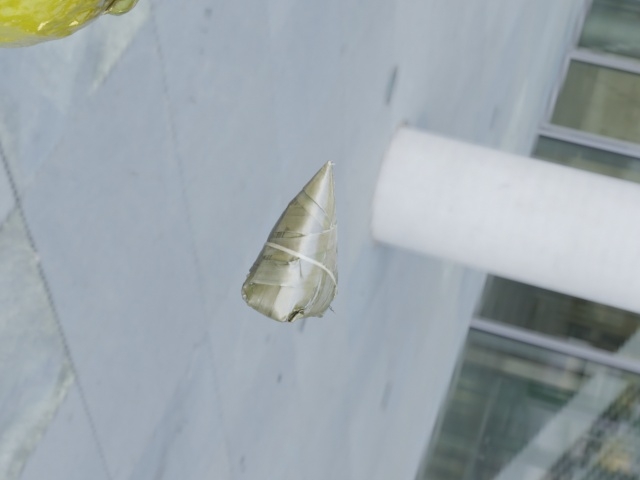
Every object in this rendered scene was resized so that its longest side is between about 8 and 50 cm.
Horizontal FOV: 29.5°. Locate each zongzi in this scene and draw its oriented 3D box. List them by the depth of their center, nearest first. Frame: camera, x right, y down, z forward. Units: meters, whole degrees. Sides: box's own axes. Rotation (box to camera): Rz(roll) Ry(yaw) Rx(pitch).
[{"bbox_3d":[0.000,0.000,1.323,0.178,0.081,0.189,-66,164,6],"label":"zongzi"}]

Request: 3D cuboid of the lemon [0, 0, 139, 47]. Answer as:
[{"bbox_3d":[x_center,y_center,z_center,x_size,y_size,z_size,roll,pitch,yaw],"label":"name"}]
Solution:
[{"bbox_3d":[-0.269,-0.315,0.968,0.364,0.364,0.364,15,90,-76],"label":"lemon"}]
